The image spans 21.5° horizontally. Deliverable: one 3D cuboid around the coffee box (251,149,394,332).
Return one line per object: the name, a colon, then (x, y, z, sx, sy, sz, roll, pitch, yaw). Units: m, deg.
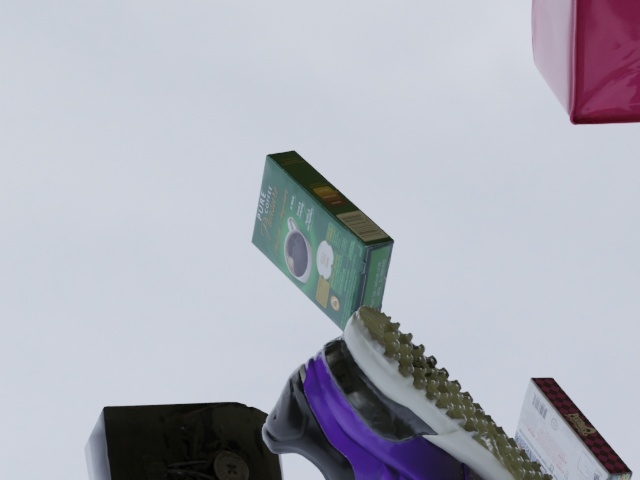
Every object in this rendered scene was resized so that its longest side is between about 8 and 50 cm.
coffee box: (0.000, 0.000, 1.695, 0.040, 0.113, 0.184, -14, -142, -33)

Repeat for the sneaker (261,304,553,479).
sneaker: (0.076, 0.191, 1.150, 0.293, 0.146, 0.102, 47, -169, -8)

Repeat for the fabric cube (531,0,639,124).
fabric cube: (0.401, -0.294, 2.021, 0.259, 0.254, 0.258, -1, -159, -1)

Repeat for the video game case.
video game case: (0.310, 0.322, 2.167, 0.042, 0.210, 0.232, 0, -155, -20)

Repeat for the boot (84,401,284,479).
boot: (-0.034, 0.373, 1.648, 0.367, 0.146, 0.445, 15, -140, -34)
